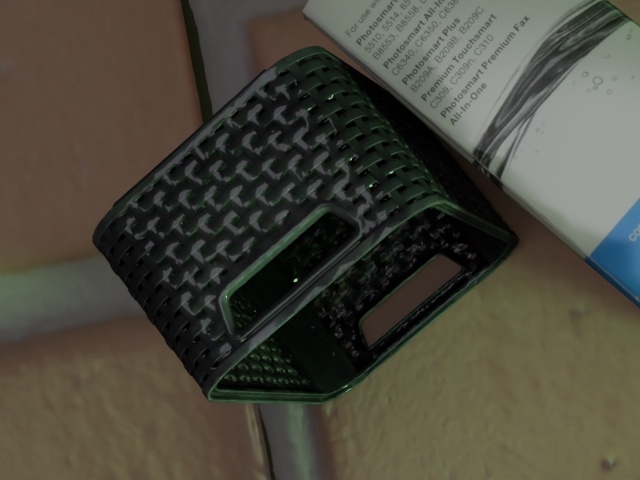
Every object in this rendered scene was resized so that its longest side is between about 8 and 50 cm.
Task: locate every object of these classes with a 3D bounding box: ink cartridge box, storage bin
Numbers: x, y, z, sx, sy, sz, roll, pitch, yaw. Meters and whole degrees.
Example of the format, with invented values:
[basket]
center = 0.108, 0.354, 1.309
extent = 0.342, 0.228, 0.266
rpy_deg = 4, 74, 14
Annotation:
[ink cartridge box]
center = 0.108, -0.052, 0.697
extent = 0.203, 0.148, 0.086
rpy_deg = 43, 99, 17
[storage bin]
center = 0.000, 0.000, 0.710
extent = 0.122, 0.180, 0.084
rpy_deg = -41, 75, 10
